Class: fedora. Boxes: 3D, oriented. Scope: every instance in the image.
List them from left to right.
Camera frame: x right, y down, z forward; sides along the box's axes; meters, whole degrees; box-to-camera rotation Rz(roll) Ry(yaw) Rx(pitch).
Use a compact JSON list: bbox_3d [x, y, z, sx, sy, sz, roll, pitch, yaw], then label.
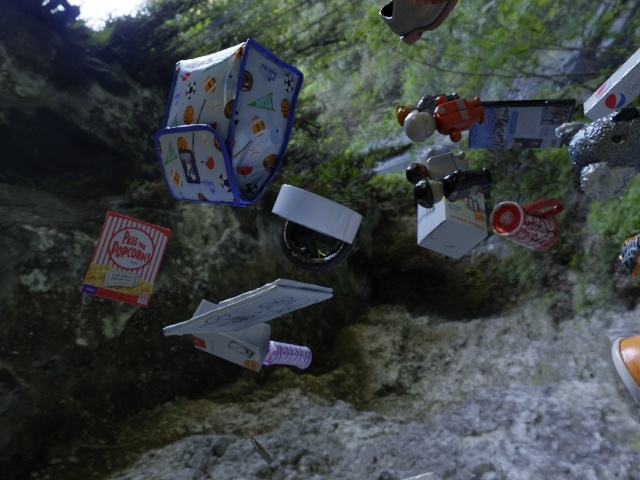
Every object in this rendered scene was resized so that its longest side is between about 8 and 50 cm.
[{"bbox_3d":[0.000,0.000,1.942,0.152,0.335,0.333,54,-150,-61],"label":"fedora"}]

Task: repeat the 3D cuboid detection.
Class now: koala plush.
[{"bbox_3d":[0.506,-0.154,0.734,0.203,0.222,0.196,58,-158,-49],"label":"koala plush"}]

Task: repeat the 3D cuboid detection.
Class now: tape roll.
[{"bbox_3d":[-0.012,-0.084,1.511,0.286,0.286,0.100,20,-89,-58],"label":"tape roll"}]

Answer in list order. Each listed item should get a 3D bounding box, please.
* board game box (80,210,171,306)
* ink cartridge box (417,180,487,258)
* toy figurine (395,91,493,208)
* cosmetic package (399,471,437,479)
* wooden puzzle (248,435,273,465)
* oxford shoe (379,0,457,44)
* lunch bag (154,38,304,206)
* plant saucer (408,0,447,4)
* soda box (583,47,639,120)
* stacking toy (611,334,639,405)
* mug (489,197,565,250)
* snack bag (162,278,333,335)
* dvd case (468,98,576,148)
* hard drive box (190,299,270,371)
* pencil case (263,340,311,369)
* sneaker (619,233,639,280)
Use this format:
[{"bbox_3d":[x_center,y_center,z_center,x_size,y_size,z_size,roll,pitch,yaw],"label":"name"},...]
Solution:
[{"bbox_3d":[-0.454,0.045,1.089,0.147,0.045,0.193,18,-101,-25],"label":"board game box"},{"bbox_3d":[0.338,-0.067,1.206,0.128,0.127,0.176,18,-126,-14],"label":"ink cartridge box"},{"bbox_3d":[0.235,-0.186,0.937,0.209,0.148,0.212,-98,-7,-65],"label":"toy figurine"},{"bbox_3d":[0.170,0.628,1.078,0.085,0.231,0.117,-108,3,-53],"label":"cosmetic package"},{"bbox_3d":[-0.119,0.418,0.924,0.083,0.006,0.049,55,167,-19],"label":"wooden puzzle"},{"bbox_3d":[0.249,-0.600,1.157,0.130,0.348,0.122,26,-97,-15],"label":"oxford shoe"},{"bbox_3d":[-0.258,-0.284,1.216,0.239,0.328,0.384,14,-94,-47],"label":"lunch bag"},{"bbox_3d":[0.192,-0.444,0.836,0.083,0.084,0.013,-19,-63,-63],"label":"plant saucer"},{"bbox_3d":[0.823,-0.419,1.256,0.069,0.216,0.073,31,-132,-1],"label":"soda box"},{"bbox_3d":[1.228,0.359,1.446,0.351,0.479,0.350,23,-141,-20],"label":"stacking toy"},{"bbox_3d":[0.525,-0.056,1.187,0.170,0.113,0.150,11,-74,-38],"label":"mug"},{"bbox_3d":[-0.172,0.178,1.197,0.323,0.343,0.037,19,-129,-64],"label":"snack bag"},{"bbox_3d":[0.539,-0.315,1.268,0.180,0.253,0.022,63,-145,-58],"label":"dvd case"},{"bbox_3d":[-0.283,0.306,1.475,0.181,0.233,0.089,99,-167,-51],"label":"hard drive box"},{"bbox_3d":[-0.123,0.426,1.713,0.206,0.087,0.088,21,-107,-44],"label":"pencil case"},{"bbox_3d":[0.835,0.021,1.211,0.214,0.084,0.083,70,177,-49],"label":"sneaker"}]
